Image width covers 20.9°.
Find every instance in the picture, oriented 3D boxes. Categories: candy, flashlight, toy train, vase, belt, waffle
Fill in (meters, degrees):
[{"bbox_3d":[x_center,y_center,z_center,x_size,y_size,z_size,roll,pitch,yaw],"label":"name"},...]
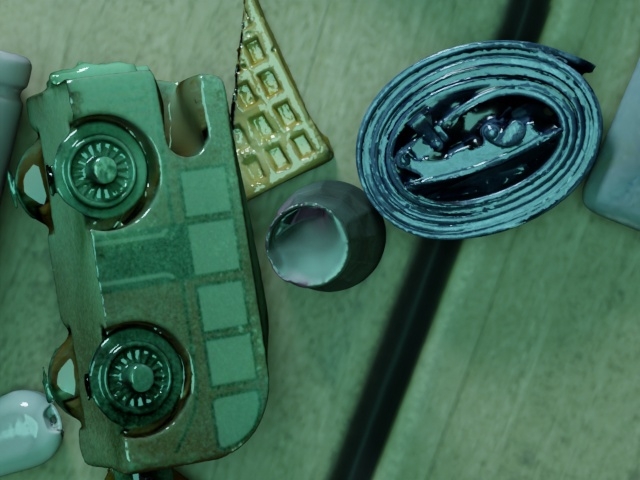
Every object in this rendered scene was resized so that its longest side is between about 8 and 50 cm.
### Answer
[{"bbox_3d":[0.286,-0.080,1.278,0.138,0.071,0.174,23,87,13],"label":"candy"},{"bbox_3d":[-0.296,0.172,1.354,0.200,0.047,0.093,-19,90,6],"label":"flashlight"},{"bbox_3d":[-0.129,0.027,1.282,0.159,0.129,0.326,-9,90,-23],"label":"toy train"},{"bbox_3d":[0.000,0.000,1.239,0.086,0.214,0.086,0,92,5],"label":"vase"},{"bbox_3d":[0.121,-0.077,1.292,0.190,0.082,0.141,-16,96,6],"label":"belt"},{"bbox_3d":[-0.062,-0.110,1.337,0.097,0.023,0.153,-25,91,4],"label":"waffle"}]

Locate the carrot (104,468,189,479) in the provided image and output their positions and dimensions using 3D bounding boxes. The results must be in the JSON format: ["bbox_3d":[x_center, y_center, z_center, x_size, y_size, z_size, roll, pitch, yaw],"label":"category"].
[{"bbox_3d":[-0.105,0.210,1.340,0.139,0.048,0.048,34,94,2],"label":"carrot"}]

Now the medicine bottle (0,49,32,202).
[{"bbox_3d":[-0.307,-0.032,1.306,0.133,0.133,0.250,13,92,4],"label":"medicine bottle"}]
